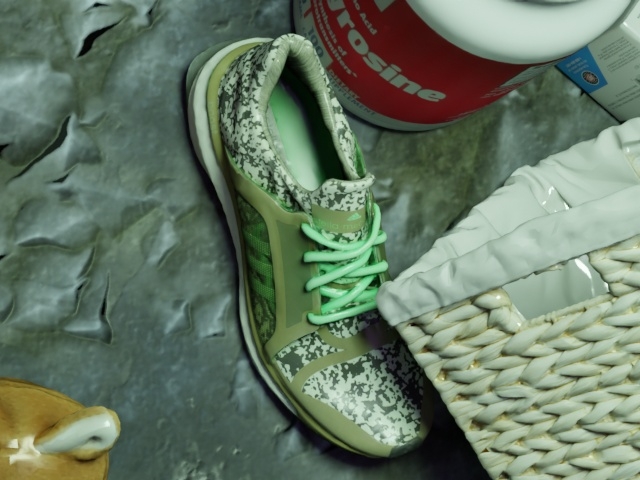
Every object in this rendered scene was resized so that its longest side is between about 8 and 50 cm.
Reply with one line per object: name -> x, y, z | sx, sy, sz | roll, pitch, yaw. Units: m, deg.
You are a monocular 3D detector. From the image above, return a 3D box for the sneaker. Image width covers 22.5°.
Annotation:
sneaker -> 0.000, 0.000, 1.409 | 0.158, 0.182, 0.410 | -22, 89, -18

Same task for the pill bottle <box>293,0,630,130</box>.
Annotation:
pill bottle -> 0.132, -0.241, 1.364 | 0.229, 0.407, 0.229 | 2, 81, -15

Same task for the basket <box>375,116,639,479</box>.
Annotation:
basket -> 0.293, 0.044, 1.368 | 0.331, 0.328, 0.266 | -38, 100, -49

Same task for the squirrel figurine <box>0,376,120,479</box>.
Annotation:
squirrel figurine -> -0.335, 0.108, 1.167 | 0.370, 0.281, 0.397 | 1, 84, -22

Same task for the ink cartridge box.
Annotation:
ink cartridge box -> 0.351, -0.152, 1.549 | 0.203, 0.148, 0.086 | 39, 72, -8
